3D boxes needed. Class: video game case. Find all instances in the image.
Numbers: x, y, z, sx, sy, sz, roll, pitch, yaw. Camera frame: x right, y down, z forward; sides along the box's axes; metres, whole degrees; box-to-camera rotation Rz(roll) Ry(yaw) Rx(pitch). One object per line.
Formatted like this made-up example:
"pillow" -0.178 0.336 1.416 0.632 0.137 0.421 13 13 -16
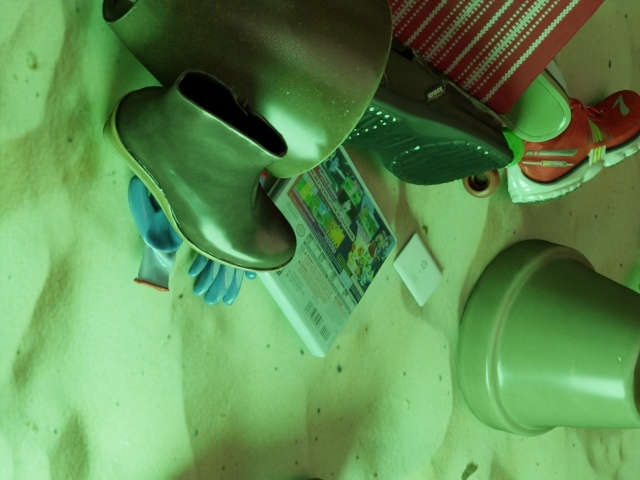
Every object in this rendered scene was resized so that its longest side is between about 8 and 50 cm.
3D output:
"video game case" 0.000 0.000 1.656 0.183 0.023 0.201 -57 134 -27

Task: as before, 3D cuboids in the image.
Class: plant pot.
"plant pot" -0.086 -0.206 1.428 0.230 0.215 0.215 27 79 -31
"plant pot" 0.345 0.144 1.906 0.263 0.229 0.263 -13 108 -44

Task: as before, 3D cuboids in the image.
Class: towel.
"towel" 0.171 -0.283 1.651 0.275 0.031 0.199 34 109 -23

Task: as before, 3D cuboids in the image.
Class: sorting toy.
"sorting toy" 0.214 -0.102 1.839 0.102 0.061 0.042 -52 171 21

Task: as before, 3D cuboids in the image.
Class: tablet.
"tablet" 0.121 0.036 1.813 0.054 0.006 0.083 -53 131 -23

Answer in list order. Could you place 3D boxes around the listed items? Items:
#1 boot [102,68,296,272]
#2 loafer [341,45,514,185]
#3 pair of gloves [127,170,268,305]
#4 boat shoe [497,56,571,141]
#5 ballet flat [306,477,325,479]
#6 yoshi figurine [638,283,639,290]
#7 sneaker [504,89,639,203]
"boot" -0.084 -0.058 1.395 0.248 0.207 0.090 39 67 -20
"loafer" 0.104 -0.159 1.660 0.366 0.134 0.130 22 60 -54
"pair of gloves" -0.129 -0.017 1.538 0.198 0.023 0.159 16 86 -47
"boat shoe" 0.196 -0.254 1.759 0.302 0.113 0.103 52 27 -29
"ballet flat" -0.074 0.340 1.599 0.342 0.124 0.116 -5 102 -44
"yoshi figurine" 0.553 0.090 2.183 0.203 0.203 0.362 11 109 -7
"sneaker" 0.338 -0.148 1.926 0.279 0.107 0.118 -34 112 -38
